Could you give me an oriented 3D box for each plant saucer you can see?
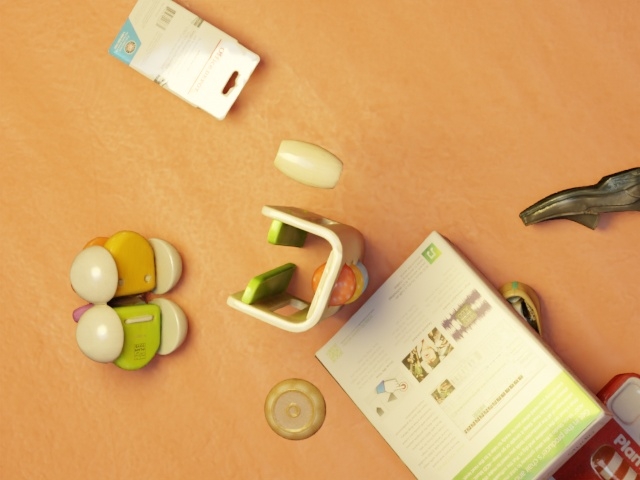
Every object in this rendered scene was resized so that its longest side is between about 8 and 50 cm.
[{"bbox_3d":[-0.035,0.225,1.772,0.083,0.015,0.083,0,90,7],"label":"plant saucer"}]

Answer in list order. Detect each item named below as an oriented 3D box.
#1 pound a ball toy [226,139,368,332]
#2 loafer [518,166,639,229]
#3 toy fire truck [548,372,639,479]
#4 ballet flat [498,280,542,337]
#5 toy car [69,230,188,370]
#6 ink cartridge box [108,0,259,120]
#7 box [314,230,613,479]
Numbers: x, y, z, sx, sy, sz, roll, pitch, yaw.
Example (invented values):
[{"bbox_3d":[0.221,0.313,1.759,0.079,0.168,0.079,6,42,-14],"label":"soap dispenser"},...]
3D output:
[{"bbox_3d":[0.000,0.000,1.612,0.136,0.319,0.208,21,93,6],"label":"pound a ball toy"},{"bbox_3d":[0.340,-0.042,1.702,0.170,0.062,0.061,-17,94,8],"label":"loafer"},{"bbox_3d":[0.410,0.347,1.660,0.254,0.169,0.302,-44,87,-13],"label":"toy fire truck"},{"bbox_3d":[0.256,0.169,1.707,0.080,0.073,0.232,-10,90,8],"label":"ballet flat"},{"bbox_3d":[-0.269,0.080,1.747,0.136,0.159,0.181,-5,91,41],"label":"toy car"},{"bbox_3d":[-0.174,-0.242,1.759,0.180,0.060,0.104,33,94,6],"label":"ink cartridge box"},{"bbox_3d":[0.172,0.179,1.660,0.232,0.058,0.322,-46,62,12],"label":"box"}]
